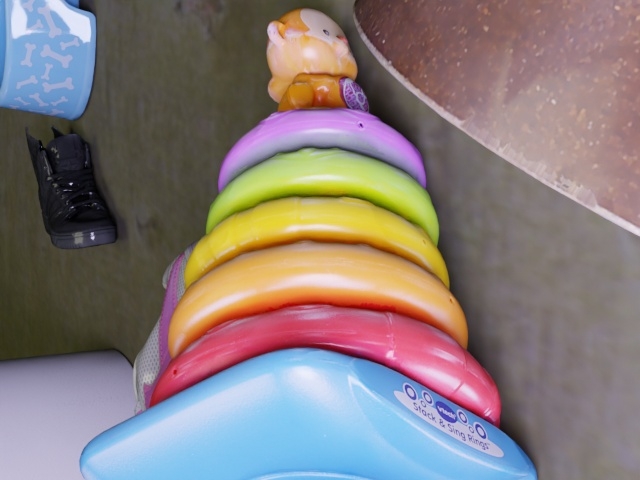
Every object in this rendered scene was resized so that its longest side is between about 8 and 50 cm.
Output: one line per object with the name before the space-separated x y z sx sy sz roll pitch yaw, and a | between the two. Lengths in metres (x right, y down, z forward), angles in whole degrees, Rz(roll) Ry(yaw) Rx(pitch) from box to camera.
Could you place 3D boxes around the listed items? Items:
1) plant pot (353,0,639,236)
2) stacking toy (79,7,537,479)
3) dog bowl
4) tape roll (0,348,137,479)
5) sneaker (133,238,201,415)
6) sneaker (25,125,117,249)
plant pot | 0.150 -0.119 0.382 0.215 0.215 0.230 51 124 52
stacking toy | 0.000 0.000 0.809 0.165 0.175 0.302 -28 46 34
dog bowl | -0.252 -0.250 1.396 0.166 0.074 0.297 -160 67 -64
tape roll | -0.241 0.217 1.336 0.246 0.169 0.246 176 90 -67
sneaker | -0.047 0.102 0.893 0.111 0.103 0.252 -20 55 47
sneaker | -0.213 -0.047 1.369 0.170 0.051 0.089 -158 61 -68
